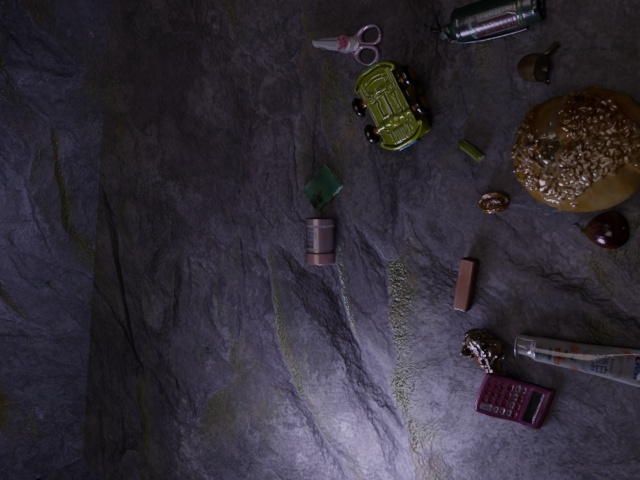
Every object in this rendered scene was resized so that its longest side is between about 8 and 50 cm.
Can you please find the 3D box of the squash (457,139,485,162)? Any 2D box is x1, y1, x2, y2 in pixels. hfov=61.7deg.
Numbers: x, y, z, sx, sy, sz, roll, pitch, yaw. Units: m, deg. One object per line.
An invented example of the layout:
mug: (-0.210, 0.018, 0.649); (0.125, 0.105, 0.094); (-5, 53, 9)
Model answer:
squash: (0.408, -0.247, 1.458); (0.083, 0.027, 0.027); (47, 121, 22)

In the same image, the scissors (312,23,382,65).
scissors: (0.078, -0.606, 1.649); (0.242, 0.030, 0.118); (17, 105, 32)

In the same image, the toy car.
toy car: (0.213, -0.382, 1.512); (0.200, 0.142, 0.248); (-21, 94, 37)

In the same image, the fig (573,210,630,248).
fig: (0.664, -0.022, 1.277); (0.125, 0.088, 0.089); (-6, 93, 62)

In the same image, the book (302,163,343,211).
book: (0.006, -0.171, 1.773); (0.135, 0.017, 0.103); (-45, 70, 32)

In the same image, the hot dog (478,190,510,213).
hot dog: (0.462, -0.102, 1.433); (0.083, 0.035, 0.058); (-7, 89, 37)

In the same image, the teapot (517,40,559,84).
teapot: (0.545, -0.438, 1.321); (0.110, 0.085, 0.080); (-54, 37, -2)

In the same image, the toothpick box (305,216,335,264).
toothpick box: (0.000, 0.000, 1.751); (0.098, 0.098, 0.149); (4, 98, 36)

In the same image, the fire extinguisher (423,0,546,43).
fire extinguisher: (0.413, -0.564, 1.369); (0.294, 0.118, 0.093); (-4, 59, 37)

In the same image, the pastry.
pastry: (0.580, -0.203, 1.215); (0.315, 0.184, 0.285); (9, 103, 46)

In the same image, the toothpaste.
toothpaste: (0.656, 0.292, 1.332); (0.323, 0.066, 0.100); (6, 101, 31)

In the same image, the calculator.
calculator: (0.516, 0.425, 1.430); (0.190, 0.034, 0.127); (15, 109, 4)

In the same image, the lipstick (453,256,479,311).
lipstick: (0.408, 0.122, 1.499); (0.045, 0.045, 0.145); (16, 107, 36)

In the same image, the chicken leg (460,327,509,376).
chicken leg: (0.468, 0.328, 1.472); (0.196, 0.080, 0.125); (51, 133, 11)
